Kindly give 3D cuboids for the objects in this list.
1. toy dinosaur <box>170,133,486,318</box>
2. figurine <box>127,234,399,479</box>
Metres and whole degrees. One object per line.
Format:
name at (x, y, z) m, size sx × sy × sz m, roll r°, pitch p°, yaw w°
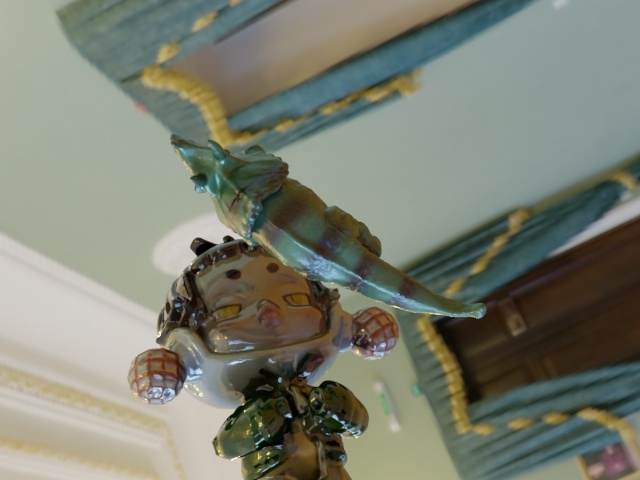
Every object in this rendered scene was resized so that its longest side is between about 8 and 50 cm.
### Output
toy dinosaur at (-0.005, -0.004, 0.987) m, size 0.292 × 0.079 × 0.120 m, roll 32°, pitch -177°, yaw -20°
figurine at (-0.048, 0.143, 1.163) m, size 0.167 × 0.281 × 0.370 m, roll 105°, pitch 148°, yaw -47°
